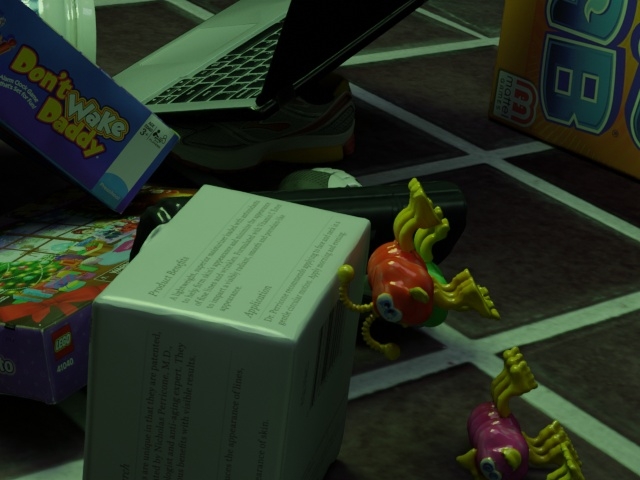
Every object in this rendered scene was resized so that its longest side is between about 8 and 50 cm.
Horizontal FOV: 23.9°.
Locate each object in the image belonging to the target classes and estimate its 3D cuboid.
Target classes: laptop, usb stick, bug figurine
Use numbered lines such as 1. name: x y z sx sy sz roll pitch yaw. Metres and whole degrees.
1. laptop: -0.031 -0.288 1.447 0.408 0.236 0.382 0 25 33
2. usb stick: -0.008 -0.004 1.084 0.278 0.077 0.045 -5 43 -38
3. bug figurine: 0.096 0.093 0.955 0.072 0.279 0.216 -29 9 7

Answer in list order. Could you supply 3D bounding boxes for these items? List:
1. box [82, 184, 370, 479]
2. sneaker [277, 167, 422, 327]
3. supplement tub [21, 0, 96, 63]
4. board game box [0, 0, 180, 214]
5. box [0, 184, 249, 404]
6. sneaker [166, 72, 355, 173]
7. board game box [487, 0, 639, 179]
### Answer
1. box: -0.055 0.087 0.920 0.119 0.182 0.181 13 25 11
2. sneaker: 0.000 0.000 1.250 0.106 0.078 0.234 -4 28 -27
3. supplement tub: -0.334 -0.200 1.526 0.200 0.144 0.144 -1 25 -16
4. board game box: -0.280 -0.152 1.249 0.233 0.078 0.347 41 -7 -28
5. box: -0.188 0.027 1.121 0.201 0.057 0.293 4 21 29
6. sneaker: -0.069 -0.125 1.490 0.225 0.092 0.088 -8 28 -29
7. board game box: 0.449 -0.270 1.621 0.356 0.356 0.356 -16 32 -40
